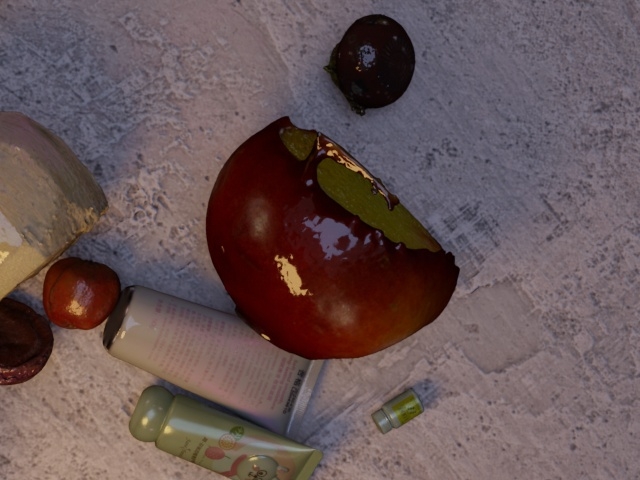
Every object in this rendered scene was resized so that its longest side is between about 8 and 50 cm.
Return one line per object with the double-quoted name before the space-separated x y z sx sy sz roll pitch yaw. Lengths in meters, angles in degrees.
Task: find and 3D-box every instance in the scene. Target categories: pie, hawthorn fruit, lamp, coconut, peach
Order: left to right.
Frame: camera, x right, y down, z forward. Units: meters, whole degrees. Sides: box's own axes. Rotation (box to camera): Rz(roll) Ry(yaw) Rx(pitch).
"coconut" -0.496 -0.054 1.563 0.297 0.297 0.255 -39 96 -11
"pie" -0.504 0.153 1.617 0.182 0.182 0.050 22 124 -7
"hawthorn fruit" -0.381 0.086 1.661 0.128 0.128 0.128 1 85 -10
"peach" -0.001 0.021 1.623 0.406 0.335 0.310 41 98 -11
"lamp" 0.082 -0.304 1.770 0.157 0.135 0.156 -30 123 -36

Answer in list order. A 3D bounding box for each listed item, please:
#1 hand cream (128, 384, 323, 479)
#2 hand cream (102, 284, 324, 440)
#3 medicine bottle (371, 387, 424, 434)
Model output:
"hand cream" -0.157 0.327 1.688 0.305 0.093 0.147 23 126 -6
"hand cream" -0.172 0.185 1.701 0.358 0.118 0.186 24 79 -15
"medicine bottle" 0.131 0.290 1.764 0.083 0.047 0.047 -30 91 -12
